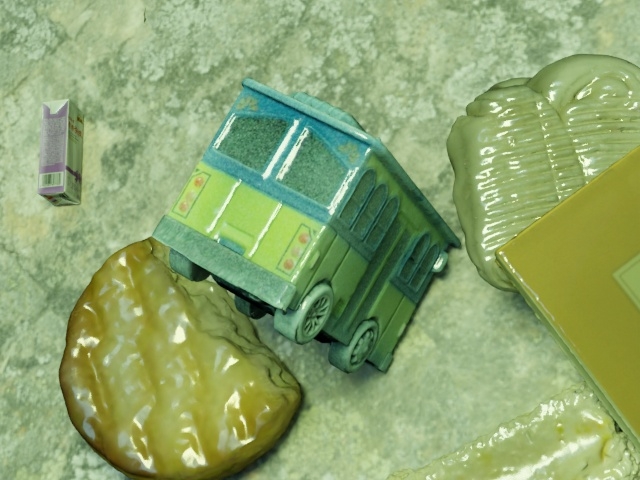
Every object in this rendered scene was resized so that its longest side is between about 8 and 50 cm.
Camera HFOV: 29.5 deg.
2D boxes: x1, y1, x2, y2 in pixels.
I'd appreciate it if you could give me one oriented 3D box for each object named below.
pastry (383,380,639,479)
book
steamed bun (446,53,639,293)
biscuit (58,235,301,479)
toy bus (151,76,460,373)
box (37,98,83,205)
[{"bbox_3d":[0.169,0.220,1.125,0.259,0.089,0.121,-23,60,8],"label":"pastry"},{"bbox_3d":[0.381,0.005,1.061,0.389,0.032,0.269,-35,85,-5],"label":"book"},{"bbox_3d":[0.226,-0.053,1.153,0.211,0.144,0.217,-12,77,0],"label":"steamed bun"},{"bbox_3d":[-0.161,0.136,1.264,0.213,0.091,0.274,-38,67,2],"label":"biscuit"},{"bbox_3d":[0.000,0.000,1.125,0.152,0.312,0.190,27,84,25],"label":"toy bus"},{"bbox_3d":[-0.300,-0.101,1.408,0.036,0.050,0.117,-5,71,10],"label":"box"}]
